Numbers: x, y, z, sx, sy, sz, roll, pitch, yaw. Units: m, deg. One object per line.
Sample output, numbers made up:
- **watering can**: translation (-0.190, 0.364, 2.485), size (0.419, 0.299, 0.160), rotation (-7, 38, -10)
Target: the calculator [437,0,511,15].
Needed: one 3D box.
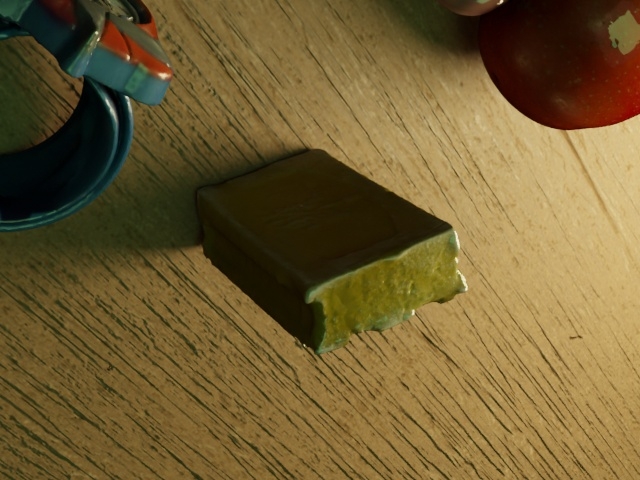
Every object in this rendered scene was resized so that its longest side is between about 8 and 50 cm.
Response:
- **calculator**: translation (0.211, -0.397, 1.285), size (0.329, 0.220, 0.048), rotation (-43, 167, -8)

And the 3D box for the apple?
- **apple**: translation (0.324, -0.254, 1.377), size (0.260, 0.260, 0.216), rotation (-38, 107, -9)

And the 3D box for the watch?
- **watch**: translation (-0.325, -0.156, 1.080), size (0.305, 0.241, 0.274), rotation (19, 116, -35)

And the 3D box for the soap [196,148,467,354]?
- **soap**: translation (0.000, 0.000, 1.274), size (0.199, 0.315, 0.091), rotation (-20, 119, -20)
